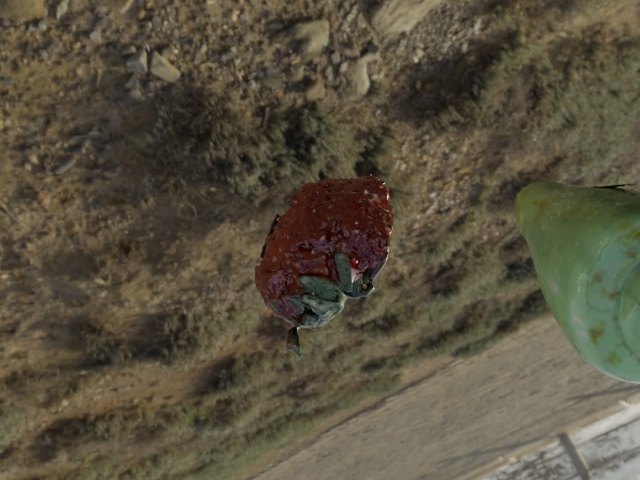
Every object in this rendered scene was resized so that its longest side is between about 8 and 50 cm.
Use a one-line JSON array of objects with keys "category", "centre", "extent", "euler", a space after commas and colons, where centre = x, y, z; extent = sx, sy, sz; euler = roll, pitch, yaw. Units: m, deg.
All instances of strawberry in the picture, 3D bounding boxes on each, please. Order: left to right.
[{"category": "strawberry", "centre": [0.000, 0.002, 0.606], "extent": [0.085, 0.140, 0.192], "euler": [35, 80, -18]}]

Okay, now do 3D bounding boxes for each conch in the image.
[{"category": "conch", "centre": [0.256, 0.019, 0.567], "extent": [0.144, 0.137, 0.250], "euler": [-15, -169, 14]}]
